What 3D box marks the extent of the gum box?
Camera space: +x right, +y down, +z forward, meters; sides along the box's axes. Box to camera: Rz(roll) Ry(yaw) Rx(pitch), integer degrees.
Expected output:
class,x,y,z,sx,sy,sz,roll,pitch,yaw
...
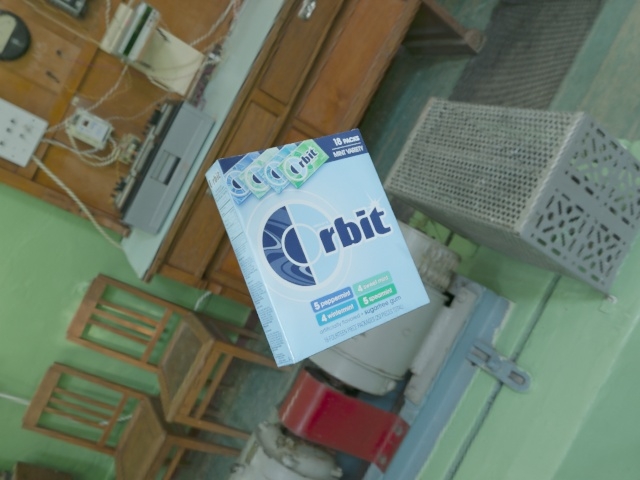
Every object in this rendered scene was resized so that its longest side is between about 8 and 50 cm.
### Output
class,x,y,z,sx,sy,sz,roll,pitch,yaw
gum box,0.000,0.000,0.550,0.041,0.157,0.184,-29,81,58
